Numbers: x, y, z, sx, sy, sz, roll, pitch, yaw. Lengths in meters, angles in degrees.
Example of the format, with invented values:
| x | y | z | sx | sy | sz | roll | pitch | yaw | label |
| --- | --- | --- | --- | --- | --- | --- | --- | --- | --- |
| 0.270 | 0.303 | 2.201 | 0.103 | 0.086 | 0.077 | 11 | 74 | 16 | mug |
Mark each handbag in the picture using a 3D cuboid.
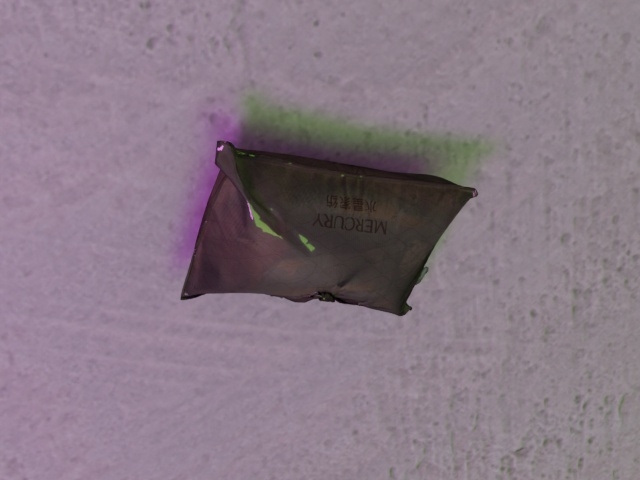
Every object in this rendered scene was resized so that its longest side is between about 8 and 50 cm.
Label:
| x | y | z | sx | sy | sz | roll | pitch | yaw | label |
| --- | --- | --- | --- | --- | --- | --- | --- | --- | --- |
| 0.000 | 0.000 | 1.396 | 0.270 | 0.117 | 0.182 | 7 | 128 | -26 | handbag |
